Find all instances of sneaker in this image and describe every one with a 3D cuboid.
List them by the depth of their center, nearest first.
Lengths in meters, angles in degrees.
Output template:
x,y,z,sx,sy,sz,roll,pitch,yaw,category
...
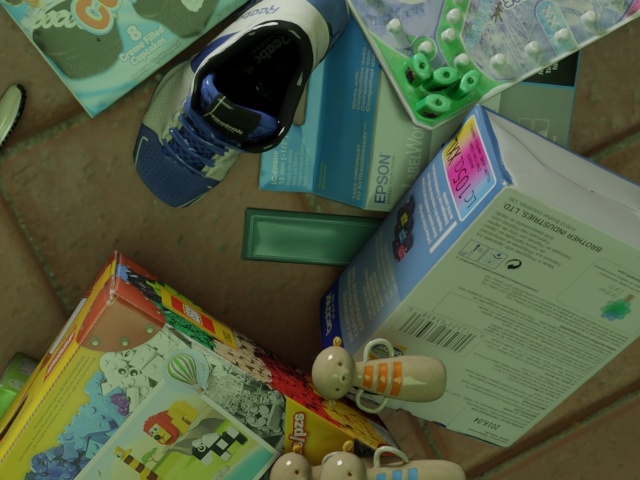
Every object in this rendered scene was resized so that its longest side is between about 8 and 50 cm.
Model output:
x,y,z,sx,sy,sz,roll,pitch,yaw,category
-0.107,-0.141,0.942,0.127,0.182,0.315,39,121,-13,sneaker
-0.397,-0.117,1.014,0.075,0.057,0.161,32,99,-19,sneaker

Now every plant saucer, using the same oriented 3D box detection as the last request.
x,y,z,sx,sy,sz,roll,pitch,yaw,category
0.000,0.000,1.120,0.192,0.018,0.067,4,102,-8,plant saucer

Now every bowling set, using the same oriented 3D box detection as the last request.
x,y,z,sx,sy,sz,roll,pitch,yaw,category
0.040,0.239,0.783,0.154,0.200,0.287,6,95,-12,bowling set

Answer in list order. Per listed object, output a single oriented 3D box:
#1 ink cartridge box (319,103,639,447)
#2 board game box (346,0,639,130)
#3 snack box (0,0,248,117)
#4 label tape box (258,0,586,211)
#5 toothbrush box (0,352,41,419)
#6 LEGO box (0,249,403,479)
x,y,z,sx,sy,sz,roll,pitch,yaw,category
0.177,0.077,1.028,0.270,0.151,0.395,23,125,-21,ink cartridge box
0.182,-0.376,0.971,0.390,0.050,0.390,-29,91,-10,board game box
-0.183,-0.307,1.001,0.322,0.060,0.187,-37,104,1,snack box
0.113,-0.158,1.053,0.347,0.115,0.249,4,102,-11,label tape box
-0.290,0.296,1.090,0.283,0.122,0.206,28,96,-15,toothbrush box
-0.197,0.327,0.949,0.372,0.193,0.500,33,93,-15,LEGO box
